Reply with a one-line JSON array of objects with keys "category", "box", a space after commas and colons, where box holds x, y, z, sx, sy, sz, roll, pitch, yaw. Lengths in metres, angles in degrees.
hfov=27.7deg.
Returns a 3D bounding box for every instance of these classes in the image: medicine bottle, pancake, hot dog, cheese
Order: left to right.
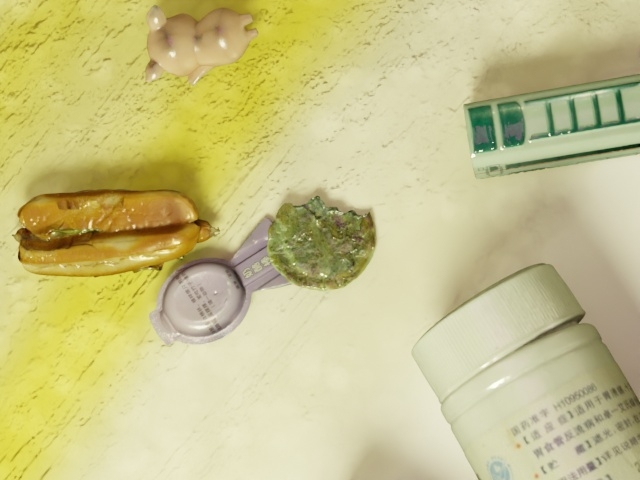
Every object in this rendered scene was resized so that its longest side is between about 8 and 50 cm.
[{"category": "hot dog", "box": [-0.257, -0.010, 1.592, 0.270, 0.072, 0.109, -2, 79, 13]}, {"category": "cheese", "box": [-0.117, 0.058, 1.560, 0.191, 0.042, 0.105, -31, 73, -6]}, {"category": "pancake", "box": [-0.002, 0.005, 1.550, 0.129, 0.022, 0.116, 18, 75, 10]}, {"category": "medicine bottle", "box": [0.248, 0.205, 1.372, 0.190, 0.190, 0.332, -29, 73, 4]}]

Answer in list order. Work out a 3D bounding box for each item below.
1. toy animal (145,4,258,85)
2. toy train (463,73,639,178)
[{"category": "toy animal", "box": [-0.153, -0.251, 1.619, 0.150, 0.089, 0.083, -14, 71, -1]}, {"category": "toy train", "box": [0.369, -0.149, 1.481, 0.407, 0.088, 0.086, -9, 75, 9]}]
